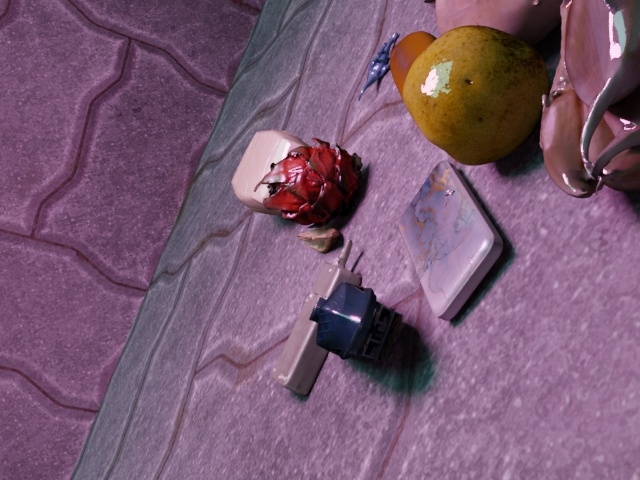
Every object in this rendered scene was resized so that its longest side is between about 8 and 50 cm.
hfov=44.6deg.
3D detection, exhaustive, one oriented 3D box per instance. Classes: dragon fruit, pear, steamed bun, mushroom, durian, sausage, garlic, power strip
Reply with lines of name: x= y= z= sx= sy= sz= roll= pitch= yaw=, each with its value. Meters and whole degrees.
dragon fruit: x=-0.017 y=-0.112 z=1.584 sx=0.188 sy=0.182 sz=0.182 roll=-27 pitch=39 yaw=46
pear: x=0.221 y=-0.212 z=1.099 sx=0.197 sy=0.197 sz=0.197 roll=-50 pitch=24 yaw=31
steamed bun: x=-0.096 y=-0.153 z=1.855 sx=0.200 sy=0.154 sz=0.250 roll=-65 pitch=26 yaw=2
mushroom: x=0.247 y=-0.433 z=1.169 sx=0.292 sy=0.290 sz=0.293 roll=-49 pitch=28 yaw=38
durian: x=0.001 y=-0.010 z=1.569 sx=0.130 sy=0.066 sz=0.052 roll=0 pitch=65 yaw=58
sausage: x=0.194 y=-0.278 z=1.384 sx=0.112 sy=0.112 sz=0.328 roll=-53 pitch=24 yaw=25
garlic: x=0.308 y=-0.174 z=0.828 sx=0.237 sy=0.210 sz=0.292 roll=-46 pitch=16 yaw=23
power strip: x=0.001 y=0.132 z=1.404 sx=0.288 sy=0.053 sz=0.093 roll=-64 pitch=19 yaw=-5

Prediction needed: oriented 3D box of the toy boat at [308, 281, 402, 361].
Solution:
toy boat: x=0.051 y=0.124 z=1.171 sx=0.296 sy=0.122 sz=0.114 roll=123 pitch=169 yaw=-84

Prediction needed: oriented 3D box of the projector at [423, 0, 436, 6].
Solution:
projector: x=0.240 y=-0.625 z=1.592 sx=0.243 sy=0.177 sz=0.163 roll=-64 pitch=22 yaw=-1

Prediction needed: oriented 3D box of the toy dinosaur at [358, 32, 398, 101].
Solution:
toy dinosaur: x=0.135 y=-0.398 z=1.761 sx=0.197 sy=0.045 sz=0.080 roll=-62 pitch=6 yaw=-18

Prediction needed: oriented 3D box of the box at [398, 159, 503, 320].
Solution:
box: x=0.185 y=-0.009 z=1.154 sx=0.142 sy=0.044 sz=0.285 roll=-59 pitch=20 yaw=22
